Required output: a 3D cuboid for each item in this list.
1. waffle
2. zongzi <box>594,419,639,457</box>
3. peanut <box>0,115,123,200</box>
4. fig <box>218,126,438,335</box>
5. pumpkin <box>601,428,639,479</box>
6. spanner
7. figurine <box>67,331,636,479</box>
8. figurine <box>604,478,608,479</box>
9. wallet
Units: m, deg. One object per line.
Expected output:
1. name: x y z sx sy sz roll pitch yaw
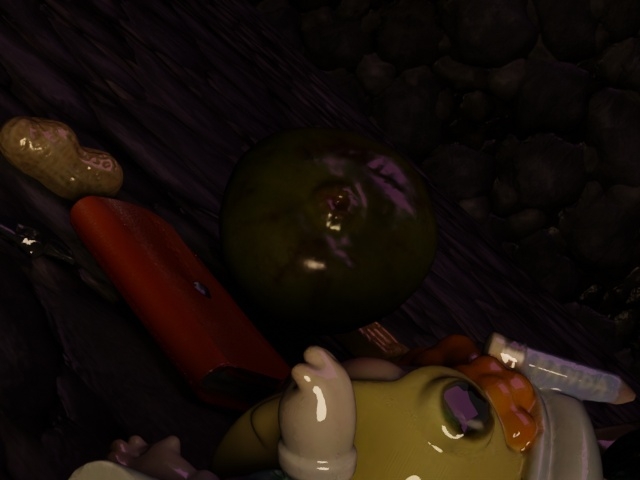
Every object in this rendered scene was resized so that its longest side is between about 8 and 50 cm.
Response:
1. waffle: 0.010 0.059 1.521 0.191 0.032 0.125 45 12 13
2. zongzi: 0.418 0.334 1.690 0.317 0.154 0.289 6 36 -39
3. peanut: -0.209 -0.065 1.178 0.113 0.054 0.054 30 14 -31
4. fig: 0.000 0.000 1.365 0.203 0.203 0.225 42 -21 2
5. pumpkin: 0.361 0.291 1.531 0.194 0.150 0.194 34 22 -15
6. spanner: -0.248 -0.029 0.999 0.208 0.012 0.046 32 13 -40
7. figurine: -0.007 0.165 0.776 0.382 0.224 0.205 -4 65 -43
8. figurine: 0.177 0.228 1.280 0.196 0.114 0.108 35 30 28
9. wallet: -0.098 0.052 1.119 0.204 0.045 0.142 48 12 35
